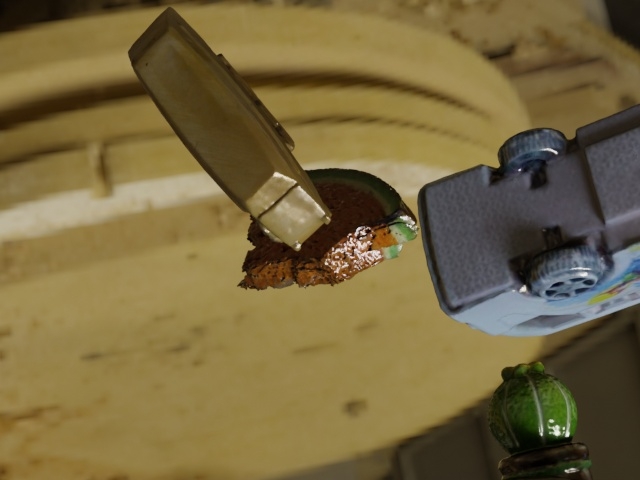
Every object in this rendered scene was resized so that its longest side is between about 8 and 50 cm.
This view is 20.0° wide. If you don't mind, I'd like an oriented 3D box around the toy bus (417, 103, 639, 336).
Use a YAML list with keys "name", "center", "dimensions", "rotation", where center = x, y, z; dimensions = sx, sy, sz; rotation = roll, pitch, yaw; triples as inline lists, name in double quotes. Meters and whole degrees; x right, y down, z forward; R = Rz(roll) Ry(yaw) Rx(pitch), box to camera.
- name: "toy bus"
  center: [0.232, -0.033, 1.127]
  dimensions: [0.330, 0.109, 0.136]
  rotation: [-21, 155, 22]

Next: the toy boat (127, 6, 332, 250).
- name: "toy boat"
  center: [-0.063, -0.078, 1.278]
  dimensions: [0.057, 0.200, 0.077]
  rotation: [-43, 160, 12]

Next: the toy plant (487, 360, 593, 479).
- name: "toy plant"
  center: [0.220, 0.202, 1.827]
  dimensions: [0.093, 0.162, 0.093]
  rotation: [-13, 166, -3]

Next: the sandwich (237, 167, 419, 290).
- name: "sandwich"
  center: [0.011, -0.003, 1.914]
  dimensions: [0.235, 0.159, 0.079]
  rotation: [-9, 129, 37]

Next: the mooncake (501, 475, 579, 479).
- name: "mooncake"
  center: [0.244, 0.368, 1.618]
  dimensions: [0.351, 0.351, 0.187]
  rotation: [5, 118, -33]
